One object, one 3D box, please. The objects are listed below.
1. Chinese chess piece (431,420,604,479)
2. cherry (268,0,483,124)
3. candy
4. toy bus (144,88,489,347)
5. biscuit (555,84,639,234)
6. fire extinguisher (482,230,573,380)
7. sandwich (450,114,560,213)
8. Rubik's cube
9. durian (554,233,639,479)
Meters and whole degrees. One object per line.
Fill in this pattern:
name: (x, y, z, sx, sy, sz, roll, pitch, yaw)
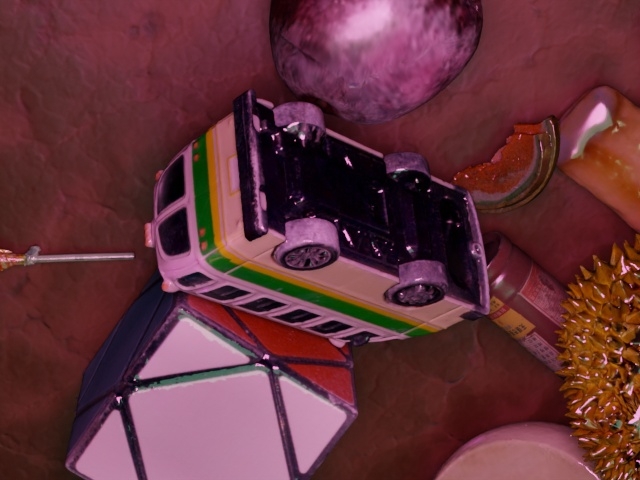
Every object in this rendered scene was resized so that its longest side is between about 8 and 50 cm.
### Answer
Chinese chess piece: (0.220, 0.308, 1.600, 0.250, 0.101, 0.250, 1, 93, 28)
cherry: (0.045, -0.196, 1.413, 0.195, 0.195, 0.195, -1, 111, -2)
candy: (-0.283, 0.019, 1.556, 0.201, 0.060, 0.061, -2, 112, -9)
toy bus: (0.000, 0.000, 1.445, 0.179, 0.143, 0.305, -29, 146, 36)
biscuit: (0.391, -0.090, 1.529, 0.290, 0.062, 0.237, 36, 107, -14)
fire extinguisher: (0.256, 0.084, 1.581, 0.252, 0.075, 0.106, 39, 116, -15)
sandwich: (0.184, -0.067, 1.522, 0.135, 0.029, 0.067, -44, 73, 35)
Rubik's cube: (-0.103, 0.148, 1.525, 0.207, 0.205, 0.205, 31, 107, -15)
durian: (0.358, 0.129, 1.477, 0.291, 0.224, 0.291, -5, 75, 19)
